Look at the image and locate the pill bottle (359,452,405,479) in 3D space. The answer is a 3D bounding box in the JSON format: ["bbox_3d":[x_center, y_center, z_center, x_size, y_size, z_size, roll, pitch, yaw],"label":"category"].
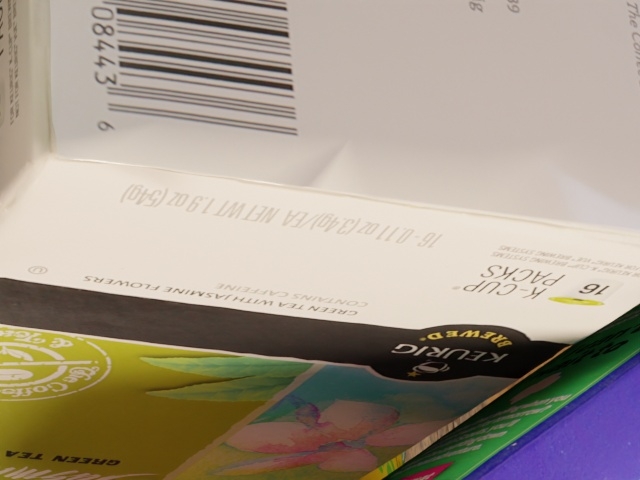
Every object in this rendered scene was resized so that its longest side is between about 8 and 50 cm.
[{"bbox_3d":[-0.023,0.180,1.225,0.245,0.136,0.136,-72,151,-65],"label":"pill bottle"}]

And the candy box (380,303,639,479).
[{"bbox_3d":[0.112,0.182,0.651,0.268,0.317,0.122,60,-31,-3],"label":"candy box"}]

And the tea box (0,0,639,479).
[{"bbox_3d":[-0.055,-0.093,0.726,0.323,0.220,0.329,136,-45,-55],"label":"tea box"}]
